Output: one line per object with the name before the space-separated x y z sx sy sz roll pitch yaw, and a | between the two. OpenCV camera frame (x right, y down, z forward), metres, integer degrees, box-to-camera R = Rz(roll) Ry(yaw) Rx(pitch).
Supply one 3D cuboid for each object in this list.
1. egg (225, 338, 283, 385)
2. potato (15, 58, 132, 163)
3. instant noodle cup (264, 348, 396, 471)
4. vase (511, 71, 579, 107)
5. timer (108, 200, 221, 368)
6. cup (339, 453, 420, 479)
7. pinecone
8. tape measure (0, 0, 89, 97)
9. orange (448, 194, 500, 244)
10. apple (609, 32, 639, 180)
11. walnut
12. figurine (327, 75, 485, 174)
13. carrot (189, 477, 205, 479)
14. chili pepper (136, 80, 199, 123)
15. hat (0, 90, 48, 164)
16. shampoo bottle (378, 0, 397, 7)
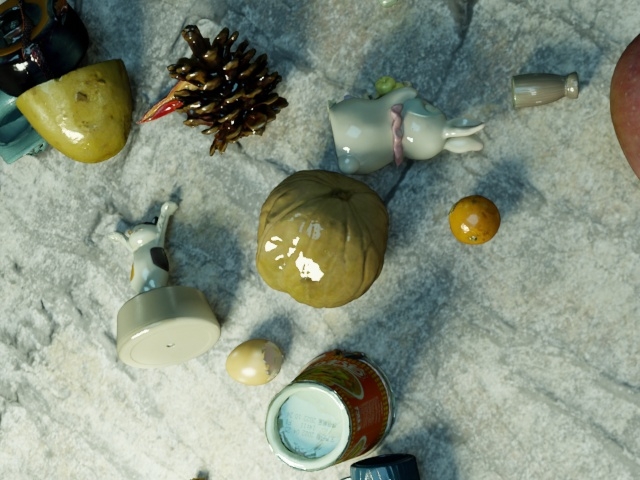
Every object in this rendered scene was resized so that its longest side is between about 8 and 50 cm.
egg | -0.115 0.209 1.260 0.097 0.080 0.080 -21 80 29
potato | -0.418 -0.220 1.338 0.178 0.203 0.158 -20 102 38
instant noodle cup | 0.008 0.270 1.152 0.193 0.212 0.193 -1 85 15
vase | 0.358 -0.242 1.179 0.101 0.053 0.053 -4 85 11
timer | -0.291 0.070 1.302 0.175 0.175 0.265 -27 61 12
cup | 0.092 0.417 1.164 0.150 0.113 0.138 -9 81 -4
pinecone | -0.169 -0.264 1.263 0.186 0.169 0.212 -41 95 -11
tape measure | -0.534 -0.367 1.358 0.202 0.135 0.223 -39 50 -5
orange | 0.246 -0.032 1.178 0.084 0.083 0.083 -1 85 15
apple | 0.553 -0.180 1.028 0.306 0.235 0.305 0 89 16
walnut | 0.000 0.000 1.180 0.228 0.228 0.227 -1 85 15
figurine | 0.136 -0.188 1.200 0.236 0.127 0.155 -9 40 1
carrot | -0.227 0.497 1.289 0.042 0.042 0.170 6 86 16
chili pepper | -0.266 -0.261 1.363 0.178 0.027 0.045 -35 74 10
hat | -0.565 -0.214 1.419 0.138 0.078 0.190 -30 60 3
shampoo bottle | 0.064 -0.514 1.263 0.085 0.085 0.262 -26 80 12
